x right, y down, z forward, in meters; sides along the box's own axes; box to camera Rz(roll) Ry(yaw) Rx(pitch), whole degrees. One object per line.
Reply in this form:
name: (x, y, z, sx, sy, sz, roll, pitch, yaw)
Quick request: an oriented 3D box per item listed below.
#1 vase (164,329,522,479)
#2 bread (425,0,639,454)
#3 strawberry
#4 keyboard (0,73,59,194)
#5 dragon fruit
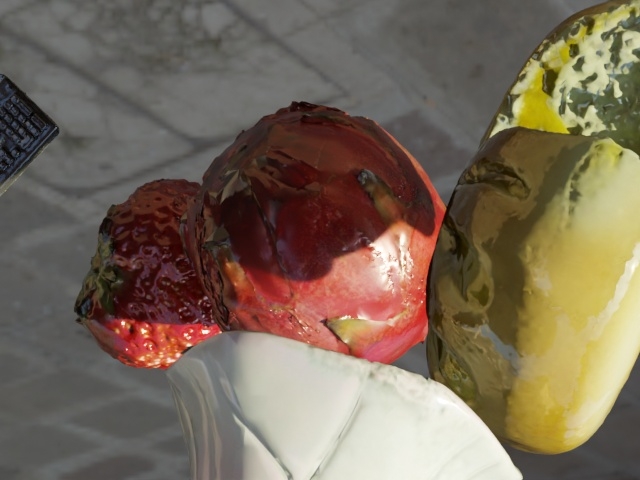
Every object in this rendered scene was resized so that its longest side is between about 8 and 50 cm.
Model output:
vase: (-0.042, 0.265, 0.596, 0.250, 0.445, 0.250, 14, 158, 6)
bread: (0.174, -0.010, 0.961, 0.160, 0.333, 0.333, 22, 157, 12)
strawberry: (-0.170, 0.055, 1.770, 0.277, 0.257, 0.257, 20, 148, -12)
keyboard: (-0.382, -0.068, 1.427, 0.230, 0.094, 0.025, -45, -175, 9)
dragon fruit: (0.000, 0.000, 1.508, 0.302, 0.295, 0.295, 40, 135, -21)
